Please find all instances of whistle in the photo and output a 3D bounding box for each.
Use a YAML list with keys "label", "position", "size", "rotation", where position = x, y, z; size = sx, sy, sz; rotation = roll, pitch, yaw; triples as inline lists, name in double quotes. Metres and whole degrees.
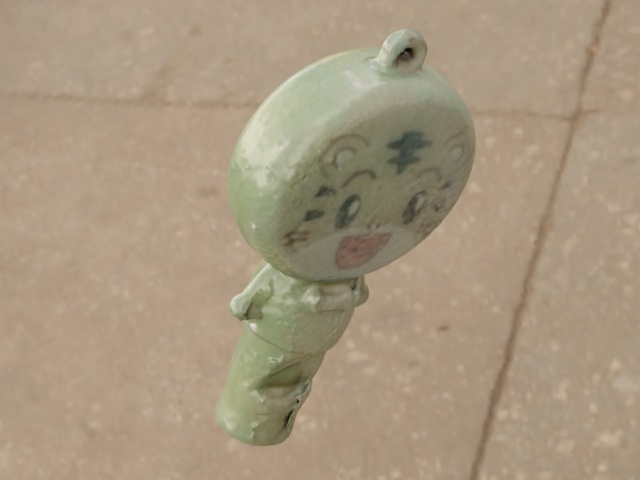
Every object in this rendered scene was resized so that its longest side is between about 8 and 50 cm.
- label: "whistle"
  position: [0.000, 0.000, 0.765]
  size: [0.126, 0.258, 0.067]
  rotation: [-6, 41, -33]
